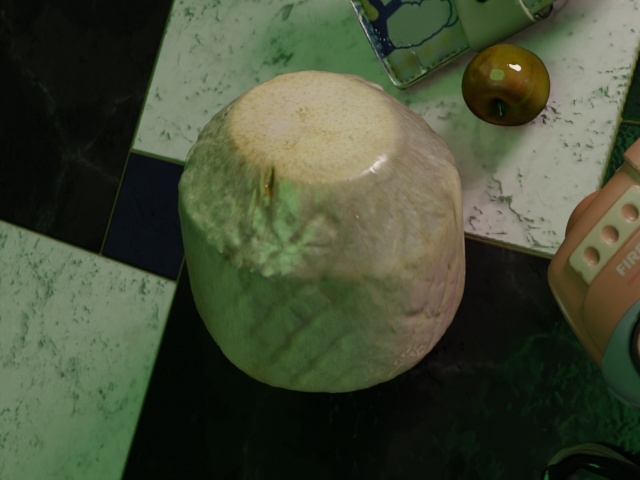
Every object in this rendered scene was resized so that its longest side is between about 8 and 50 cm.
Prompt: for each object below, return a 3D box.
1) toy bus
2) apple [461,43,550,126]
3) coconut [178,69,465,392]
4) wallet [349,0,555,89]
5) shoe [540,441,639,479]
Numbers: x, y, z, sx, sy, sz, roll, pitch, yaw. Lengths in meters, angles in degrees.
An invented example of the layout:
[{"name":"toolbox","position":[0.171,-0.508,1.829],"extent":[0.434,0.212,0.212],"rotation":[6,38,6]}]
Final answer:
[{"name":"toy bus","position":[0.327,0.005,0.820],"extent":[0.287,0.194,0.232],"rotation":[-52,46,16]},{"name":"apple","position":[0.187,-0.158,0.991],"extent":[0.090,0.089,0.074],"rotation":[9,73,35]},{"name":"coconut","position":[0.000,0.000,0.979],"extent":[0.329,0.329,0.328],"rotation":[-7,77,33]},{"name":"wallet","position":[0.154,-0.313,1.015],"extent":[0.310,0.077,0.223],"rotation":[-24,92,39]},{"name":"shoe","position":[0.283,0.242,0.837],"extent":[0.228,0.112,0.099],"rotation":[17,89,37]}]
